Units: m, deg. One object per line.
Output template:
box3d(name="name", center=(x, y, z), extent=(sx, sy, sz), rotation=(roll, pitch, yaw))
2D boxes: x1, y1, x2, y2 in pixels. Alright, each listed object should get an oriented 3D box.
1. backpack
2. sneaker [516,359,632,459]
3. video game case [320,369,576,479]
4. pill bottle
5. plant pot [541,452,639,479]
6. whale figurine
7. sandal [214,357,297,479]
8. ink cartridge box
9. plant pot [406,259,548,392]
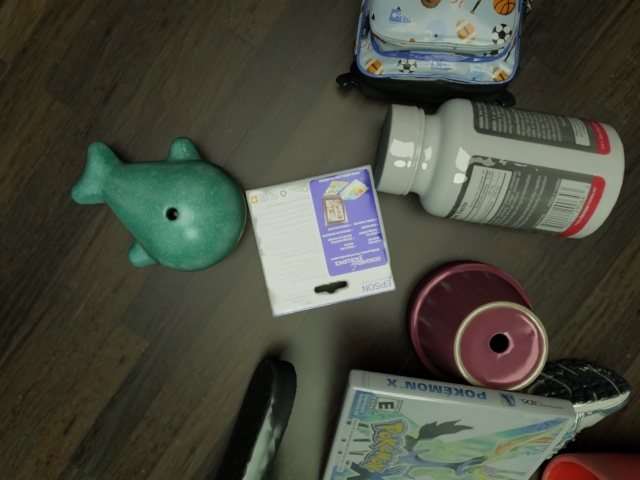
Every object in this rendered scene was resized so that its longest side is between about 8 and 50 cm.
box3d(name="backpack", center=(0.171, -0.347, 0.750), extent=(0.277, 0.213, 0.263), rotation=(6, 83, 2))
box3d(name="sneaker", center=(0.362, 0.290, 0.849), extent=(0.283, 0.110, 0.122), rotation=(-19, 111, 3))
box3d(name="video game case", center=(0.164, 0.322, 0.777), extent=(0.300, 0.036, 0.328), rotation=(8, 129, -1))
box3d(name="pill bottle", center=(0.248, -0.112, 0.770), extent=(0.319, 0.176, 0.176), rotation=(9, 93, -1))
box3d(name="plant pot", center=(0.515, 0.446, 0.781), extent=(0.243, 0.275, 0.274), rotation=(-6, 94, -11))
box3d(name="whale figurine", center=(-0.250, -0.059, 0.786), extent=(0.272, 0.141, 0.216), rotation=(24, 93, -1))
box3d(name="sandal", center=(-0.106, 0.409, 0.813), extent=(0.107, 0.167, 0.445), rotation=(20, 93, -19))
box3d(name="ink cartridge box", center=(0.000, 0.000, 0.840), extent=(0.207, 0.045, 0.208), rotation=(-12, 92, 0))
box3d(name="plant pot", center=(0.241, 0.139, 0.784), extent=(0.202, 0.180, 0.201), rotation=(0, 94, 0))
